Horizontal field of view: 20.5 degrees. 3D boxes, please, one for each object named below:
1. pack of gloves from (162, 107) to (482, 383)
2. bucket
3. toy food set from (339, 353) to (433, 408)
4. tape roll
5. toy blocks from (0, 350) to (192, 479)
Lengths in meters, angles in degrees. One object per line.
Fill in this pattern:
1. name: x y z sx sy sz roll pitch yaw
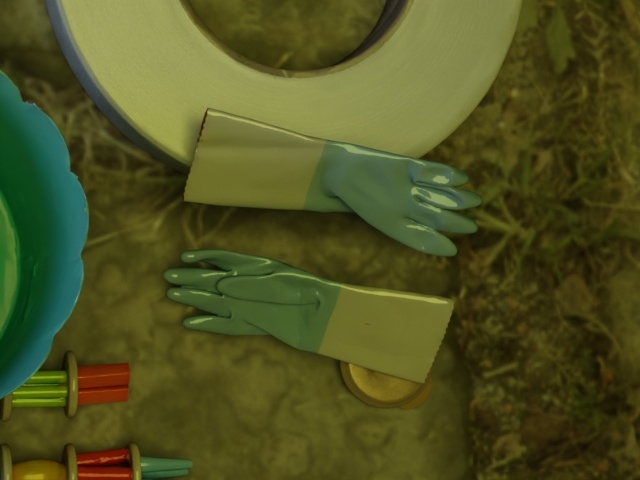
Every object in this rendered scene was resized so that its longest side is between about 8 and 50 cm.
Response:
1. pack of gloves: 0.000 0.000 1.380 0.232 0.046 0.195 13 120 -10
2. bucket: -0.308 0.006 1.239 0.281 0.183 0.281 2 83 -19
3. toy food set: 0.055 0.096 1.443 0.083 0.020 0.082 5 89 -14
4. tape roll: -0.027 -0.230 1.397 0.392 0.072 0.392 0 91 -14
5. toy blocks: -0.173 0.147 1.366 0.148 0.054 0.123 1 88 -16
